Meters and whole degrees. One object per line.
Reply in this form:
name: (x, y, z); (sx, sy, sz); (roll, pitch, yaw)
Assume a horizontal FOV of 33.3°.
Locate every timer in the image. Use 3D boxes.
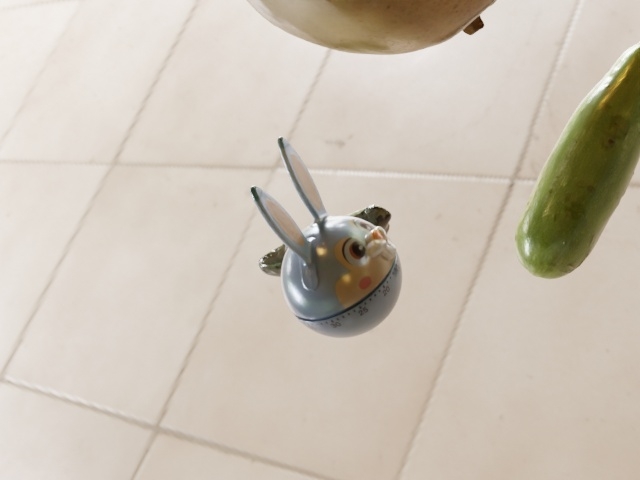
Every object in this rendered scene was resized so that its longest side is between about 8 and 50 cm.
timer: (0.021, 0.007, 1.353); (0.175, 0.255, 0.175); (-6, 35, 4)

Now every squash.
squash: (0.374, -0.114, 1.447); (0.118, 0.118, 0.370); (44, 113, 49)

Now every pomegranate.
pomegranate: (0.055, -0.302, 0.945); (0.319, 0.319, 0.319); (-23, 48, 28)

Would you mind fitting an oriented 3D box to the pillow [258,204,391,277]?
pillow: (0.020, 0.011, 1.522); (0.241, 0.093, 0.051); (-26, 53, 36)
